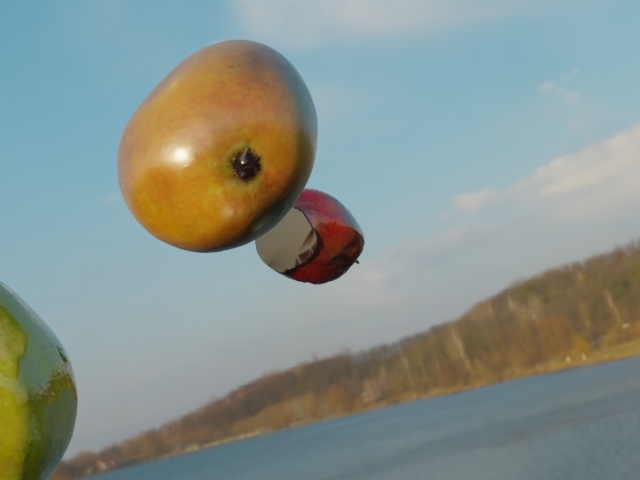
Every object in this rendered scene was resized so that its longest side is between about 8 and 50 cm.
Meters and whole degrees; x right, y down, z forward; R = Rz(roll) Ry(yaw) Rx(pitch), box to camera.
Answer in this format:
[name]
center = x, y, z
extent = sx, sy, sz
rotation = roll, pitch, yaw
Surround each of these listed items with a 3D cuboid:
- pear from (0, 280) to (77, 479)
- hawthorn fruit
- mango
[pear]
center = -0.392, 0.166, 0.986
extent = 0.294, 0.294, 0.294
rotation = -13, -10, -2
[hawthorn fruit]
center = 0.000, 0.000, 1.844
extent = 0.251, 0.189, 0.189
rotation = 22, -31, -36
[mango]
center = -0.105, -0.109, 0.994
extent = 0.211, 0.173, 0.317
rotation = -38, 24, 12
